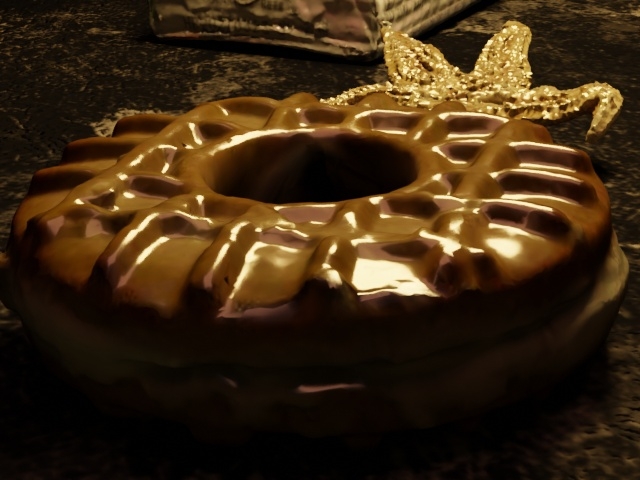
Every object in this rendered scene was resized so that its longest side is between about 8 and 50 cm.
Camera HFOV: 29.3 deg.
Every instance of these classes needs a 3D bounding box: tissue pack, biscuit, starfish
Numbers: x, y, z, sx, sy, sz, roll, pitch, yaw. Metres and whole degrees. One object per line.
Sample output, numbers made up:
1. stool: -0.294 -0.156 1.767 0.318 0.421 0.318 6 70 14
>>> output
1. tissue pack: 0.023 -0.316 1.419 0.288 0.124 0.394 8 24 27
2. biscuit: 0.000 0.000 0.661 0.332 0.103 0.332 0 21 0
3. starfish: 0.094 -0.118 1.006 0.299 0.060 0.302 -2 27 14
